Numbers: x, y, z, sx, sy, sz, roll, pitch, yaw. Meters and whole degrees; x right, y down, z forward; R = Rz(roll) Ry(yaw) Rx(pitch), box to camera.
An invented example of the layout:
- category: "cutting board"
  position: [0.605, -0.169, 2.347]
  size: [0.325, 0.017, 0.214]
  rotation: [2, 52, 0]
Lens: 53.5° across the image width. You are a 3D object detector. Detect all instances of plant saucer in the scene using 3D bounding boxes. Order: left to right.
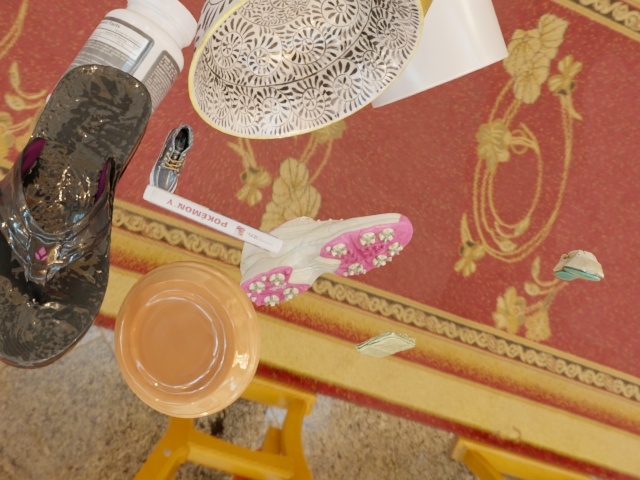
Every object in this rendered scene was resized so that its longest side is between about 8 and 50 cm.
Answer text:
- category: "plant saucer"
  position: [-0.174, 0.125, 0.796]
  size: [0.200, 0.037, 0.199]
  rotation: [0, 88, 14]

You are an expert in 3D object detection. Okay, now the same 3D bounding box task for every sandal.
- category: "sandal"
  position: [-0.322, -0.067, 0.782]
  size: [0.168, 0.445, 0.107]
  rotation: [13, 148, -15]

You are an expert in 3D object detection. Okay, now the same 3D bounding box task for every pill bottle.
- category: "pill bottle"
  position: [-0.454, -0.403, 1.491]
  size: [0.210, 0.210, 0.362]
  rotation: [33, 78, -12]

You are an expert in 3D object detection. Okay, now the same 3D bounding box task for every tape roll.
- category: "tape roll"
  position: [0.175, -0.346, 1.080]
  size: [0.246, 0.246, 0.169]
  rotation: [-20, 100, 1]

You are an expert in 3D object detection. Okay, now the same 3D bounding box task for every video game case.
- category: "video game case"
  position: [-0.152, -0.029, 0.891]
  size: [0.184, 0.201, 0.023]
  rotation: [23, 87, -11]

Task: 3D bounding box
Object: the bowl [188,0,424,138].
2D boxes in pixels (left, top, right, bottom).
- category: "bowl"
  position: [-0.020, -0.154, 0.451]
  size: [0.170, 0.170, 0.080]
  rotation: [-21, 70, 1]

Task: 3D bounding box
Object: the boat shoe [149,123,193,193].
- category: "boat shoe"
  position: [-0.354, -0.189, 1.507]
  size: [0.065, 0.083, 0.183]
  rotation: [18, 77, -26]

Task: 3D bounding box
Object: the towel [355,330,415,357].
- category: "towel"
  position: [0.157, 0.251, 1.518]
  size: [0.110, 0.148, 0.027]
  rotation: [-26, 64, 23]

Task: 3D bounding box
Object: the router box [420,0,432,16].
- category: "router box"
  position: [0.003, -0.339, 0.616]
  size: [0.081, 0.243, 0.309]
  rotation: [-15, 124, 36]

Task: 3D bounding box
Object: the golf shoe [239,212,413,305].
- category: "golf shoe"
  position: [0.000, 0.000, 1.079]
  size: [0.306, 0.140, 0.115]
  rotation: [-19, 139, 3]

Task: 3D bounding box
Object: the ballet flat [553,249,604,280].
- category: "ballet flat"
  position: [0.448, 0.040, 1.106]
  size: [0.057, 0.168, 0.052]
  rotation: [22, 87, 1]
